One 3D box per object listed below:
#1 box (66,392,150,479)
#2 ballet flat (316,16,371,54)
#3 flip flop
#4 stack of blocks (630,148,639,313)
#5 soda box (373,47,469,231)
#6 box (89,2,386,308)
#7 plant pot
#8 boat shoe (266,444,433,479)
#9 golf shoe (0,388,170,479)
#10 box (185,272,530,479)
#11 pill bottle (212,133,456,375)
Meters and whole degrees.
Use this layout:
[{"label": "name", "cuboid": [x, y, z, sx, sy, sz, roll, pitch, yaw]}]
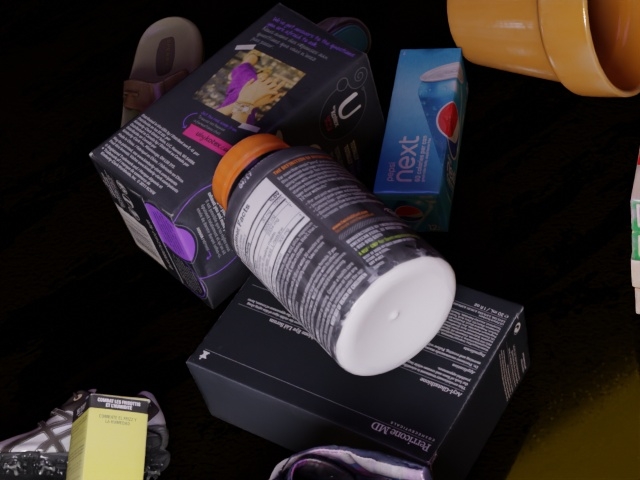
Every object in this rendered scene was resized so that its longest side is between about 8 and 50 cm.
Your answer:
[{"label": "box", "cuboid": [-0.192, 0.256, 1.187, 0.058, 0.087, 0.232, 10, 68, -19]}, {"label": "ballet flat", "cuboid": [-0.038, -0.190, 1.580, 0.213, 0.072, 0.068, -33, 24, -13]}, {"label": "flip flop", "cuboid": [-0.184, -0.173, 1.584, 0.112, 0.080, 0.277, -8, 50, 9]}, {"label": "stack of blocks", "cuboid": [0.362, -0.045, 1.191, 0.171, 0.297, 0.087, 5, 54, 18]}, {"label": "soda box", "cuboid": [0.111, -0.110, 1.463, 0.071, 0.067, 0.210, 0, 53, 16]}, {"label": "box", "cuboid": [-0.077, -0.091, 1.433, 0.270, 0.165, 0.143, -40, 53, -18]}, {"label": "plant pot", "cuboid": [0.249, -0.256, 1.474, 0.188, 0.205, 0.205, 3, 51, 38]}, {"label": "boat shoe", "cuboid": [-0.034, 0.234, 1.125, 0.341, 0.158, 0.127, 1, 32, 30]}, {"label": "golf shoe", "cuboid": [-0.244, 0.194, 1.315, 0.198, 0.077, 0.094, -6, 47, -3]}, {"label": "box", "cuboid": [0.037, 0.115, 1.279, 0.261, 0.103, 0.184, 20, 56, 28]}, {"label": "pill bottle", "cuboid": [0.000, 0.000, 1.233, 0.130, 0.130, 0.245, -35, 51, -13]}]
